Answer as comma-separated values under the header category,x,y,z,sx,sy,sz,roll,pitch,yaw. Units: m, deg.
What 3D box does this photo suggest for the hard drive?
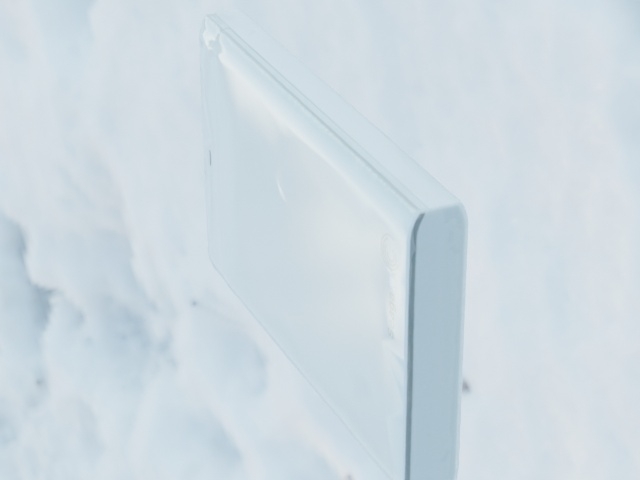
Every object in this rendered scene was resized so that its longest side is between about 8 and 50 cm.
category,x,y,z,sx,sy,sz,roll,pitch,yaw
hard drive,0.000,0.000,1.147,0.307,0.040,0.203,-133,36,-52
